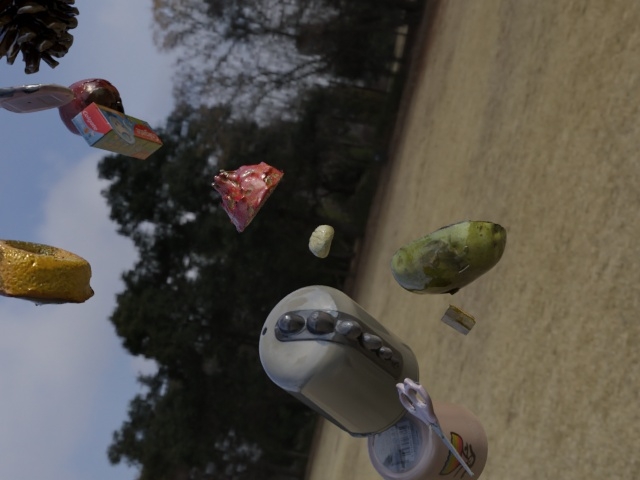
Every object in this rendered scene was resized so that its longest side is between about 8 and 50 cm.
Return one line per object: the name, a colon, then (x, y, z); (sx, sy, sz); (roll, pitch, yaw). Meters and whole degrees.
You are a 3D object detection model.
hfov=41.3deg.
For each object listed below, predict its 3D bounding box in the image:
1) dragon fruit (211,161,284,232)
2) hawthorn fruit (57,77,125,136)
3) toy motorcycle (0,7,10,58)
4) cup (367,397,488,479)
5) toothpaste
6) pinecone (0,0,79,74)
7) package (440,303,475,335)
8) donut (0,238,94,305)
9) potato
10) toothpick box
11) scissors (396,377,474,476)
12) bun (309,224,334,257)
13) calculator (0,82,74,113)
dragon fruit: (-0.151, -0.108, 1.678); (0.153, 0.111, 0.153); (-51, 5, 7)
hawthorn fruit: (-0.548, -0.308, 2.000); (0.148, 0.171, 0.148); (-1, -90, -75)
toy motorcycle: (-0.793, -0.519, 1.938); (0.125, 0.212, 0.358); (63, 145, 17)
cup: (0.204, 0.450, 1.746); (0.200, 0.191, 0.253); (22, -98, -49)
toothpaste: (-0.291, -0.151, 1.263); (0.044, 0.070, 0.193); (-37, -7, 9)
pinecone: (-0.594, -0.488, 1.707); (0.244, 0.243, 0.309); (49, -141, -87)
package: (0.316, 0.182, 1.948); (0.047, 0.071, 0.131); (-57, -7, 4)
donut: (-0.596, 0.071, 1.772); (0.253, 0.253, 0.118); (4, -78, -87)
potato: (0.282, 0.055, 1.867); (0.160, 0.271, 0.111); (27, -133, -51)
toothpick box: (0.032, 0.208, 1.543); (0.316, 0.229, 0.229); (43, -130, -44)
scissors: (0.190, 0.306, 1.386); (0.015, 0.189, 0.100); (-35, -9, -23)
bun: (0.000, 0.000, 2.132); (0.086, 0.054, 0.086); (-164, 90, -85)
calculator: (-0.526, -0.255, 1.530); (0.103, 0.165, 0.024); (30, -127, -77)
